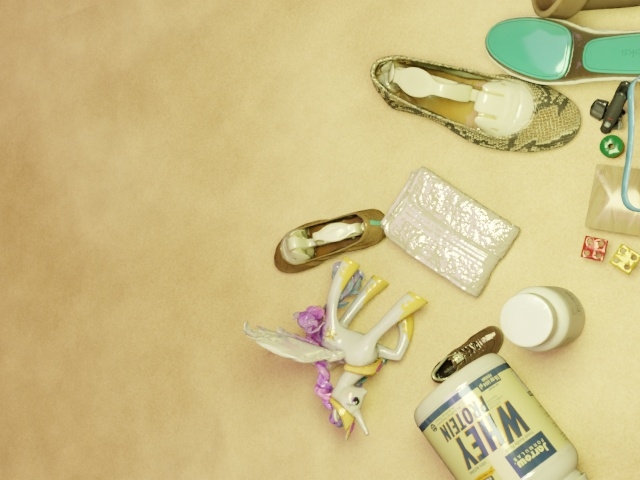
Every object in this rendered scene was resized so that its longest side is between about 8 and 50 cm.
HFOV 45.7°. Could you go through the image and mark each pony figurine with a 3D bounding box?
[{"bbox_3d":[0.033,0.233,1.772,0.350,0.303,0.364,28,86,20],"label":"pony figurine"}]

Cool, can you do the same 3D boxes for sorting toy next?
[{"bbox_3d":[0.619,-0.071,1.546,0.132,0.046,0.275,11,93,30],"label":"sorting toy"}]

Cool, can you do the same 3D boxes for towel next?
[{"bbox_3d":[0.286,-0.025,1.714,0.282,0.049,0.187,35,102,18],"label":"towel"}]

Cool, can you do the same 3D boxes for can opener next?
[{"bbox_3d":[0.580,-0.260,1.506,0.073,0.186,0.059,16,84,10],"label":"can opener"}]

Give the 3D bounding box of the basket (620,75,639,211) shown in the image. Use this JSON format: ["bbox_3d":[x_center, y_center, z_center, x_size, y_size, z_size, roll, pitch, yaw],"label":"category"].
[{"bbox_3d":[0.705,-0.168,1.393,0.288,0.201,0.255,6,90,-1],"label":"basket"}]

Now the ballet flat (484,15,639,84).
[{"bbox_3d":[0.538,-0.379,1.564,0.400,0.139,0.139,15,95,34],"label":"ballet flat"}]

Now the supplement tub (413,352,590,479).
[{"bbox_3d":[0.371,0.422,1.557,0.235,0.235,0.325,-45,67,21],"label":"supplement tub"}]

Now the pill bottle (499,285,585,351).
[{"bbox_3d":[0.444,0.157,1.531,0.131,0.229,0.131,-2,86,30],"label":"pill bottle"}]

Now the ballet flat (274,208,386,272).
[{"bbox_3d":[0.000,0.000,1.860,0.342,0.124,0.116,-15,80,29],"label":"ballet flat"}]

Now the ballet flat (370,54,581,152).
[{"bbox_3d":[0.312,-0.307,1.659,0.482,0.182,0.164,23,98,29],"label":"ballet flat"}]

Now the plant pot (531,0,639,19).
[{"bbox_3d":[0.566,-0.552,1.484,0.229,0.263,0.263,8,92,-6],"label":"plant pot"}]

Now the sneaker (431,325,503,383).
[{"bbox_3d":[0.325,0.261,1.687,0.188,0.071,0.066,-46,67,21],"label":"sneaker"}]
